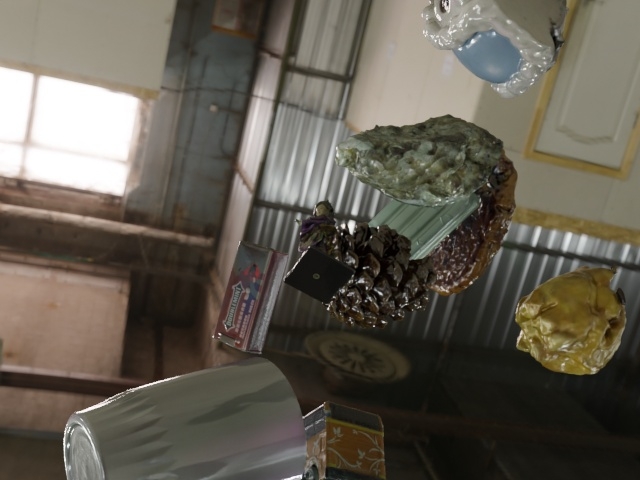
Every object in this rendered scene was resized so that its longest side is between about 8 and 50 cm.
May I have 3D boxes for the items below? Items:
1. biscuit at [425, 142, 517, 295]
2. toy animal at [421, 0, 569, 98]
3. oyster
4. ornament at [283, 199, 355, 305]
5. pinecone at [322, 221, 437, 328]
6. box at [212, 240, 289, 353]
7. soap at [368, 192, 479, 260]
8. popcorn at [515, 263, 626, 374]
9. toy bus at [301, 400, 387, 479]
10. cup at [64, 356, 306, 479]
[{"bbox_3d":[0.299,-0.049,1.634,0.081,0.334,0.289,13,-157,-25],"label":"biscuit"},{"bbox_3d":[0.236,-0.308,1.074,0.204,0.156,0.208,29,-128,-16],"label":"toy animal"},{"bbox_3d":[0.173,-0.141,1.306,0.268,0.112,0.198,-29,-122,-34],"label":"oyster"},{"bbox_3d":[-0.007,-0.002,1.241,0.081,0.088,0.203,27,-147,-22],"label":"ornament"},{"bbox_3d":[0.093,0.058,1.345,0.205,0.179,0.184,-6,160,-4],"label":"pinecone"},{"bbox_3d":[-0.149,0.120,1.682,0.120,0.224,0.069,13,179,41],"label":"box"},{"bbox_3d":[0.202,-0.052,1.534,0.119,0.198,0.066,51,-164,20],"label":"soap"},{"bbox_3d":[0.473,0.156,1.458,0.254,0.190,0.191,-21,168,-33],"label":"popcorn"},{"bbox_3d":[-0.011,0.484,1.661,0.162,0.323,0.194,20,-130,-26],"label":"toy bus"},{"bbox_3d":[-0.225,0.356,1.347,0.372,0.253,0.253,-8,-156,-35],"label":"cup"}]
